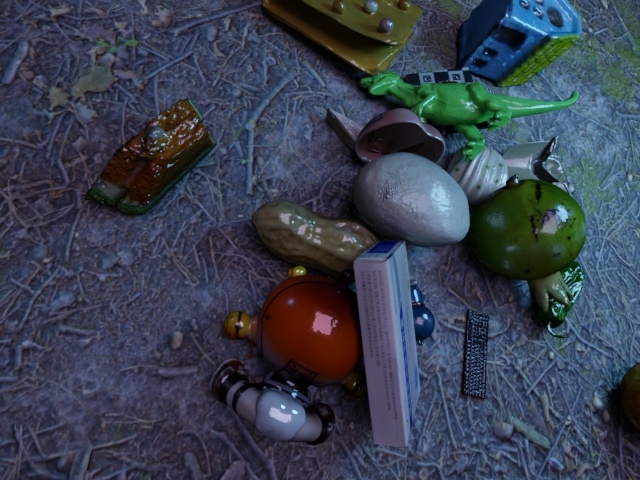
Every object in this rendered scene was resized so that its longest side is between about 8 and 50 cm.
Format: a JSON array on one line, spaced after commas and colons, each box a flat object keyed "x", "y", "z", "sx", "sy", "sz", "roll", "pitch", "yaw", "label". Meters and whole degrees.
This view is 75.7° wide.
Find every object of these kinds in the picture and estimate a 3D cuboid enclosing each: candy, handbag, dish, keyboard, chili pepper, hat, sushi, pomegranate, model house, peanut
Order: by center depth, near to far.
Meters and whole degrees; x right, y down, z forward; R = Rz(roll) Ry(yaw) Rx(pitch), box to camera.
[{"x": 0.000, "y": 0.000, "z": 0.898, "sx": 0.313, "sy": 0.149, "sz": 0.149, "roll": 20, "pitch": 68, "yaw": -10, "label": "peanut"}, {"x": 0.209, "y": -0.095, "z": 0.929, "sx": 0.295, "sy": 0.295, "sz": 0.185, "roll": 17, "pitch": 111, "yaw": -12, "label": "candy"}, {"x": 0.378, "y": 0.273, "z": 0.999, "sx": 0.061, "sy": 0.013, "sz": 0.205, "roll": 17, "pitch": 68, "yaw": -12, "label": "keyboard"}, {"x": 0.876, "y": 0.395, "z": 1.002, "sx": 0.248, "sy": 0.248, "sz": 0.248, "roll": 5, "pitch": 71, "yaw": -16, "label": "pomegranate"}, {"x": 0.519, "y": 0.008, "z": 1.015, "sx": 0.260, "sy": 0.260, "sz": 0.341, "roll": -24, "pitch": 86, "yaw": -23, "label": "pomegranate"}, {"x": 0.193, "y": -0.248, "z": 1.016, "sx": 0.213, "sy": 0.213, "sz": 0.091, "roll": 14, "pitch": 61, "yaw": -13, "label": "dish"}, {"x": 0.637, "y": 0.142, "z": 1.092, "sx": 0.100, "sy": 0.074, "sz": 0.257, "roll": 44, "pitch": 65, "yaw": 0, "label": "chili pepper"}, {"x": 0.067, "y": -0.651, "z": 1.130, "sx": 0.400, "sy": 0.133, "sz": 0.283, "roll": 31, "pitch": 54, "yaw": 2, "label": "handbag"}, {"x": 0.356, "y": -0.387, "z": 1.188, "sx": 0.192, "sy": 0.050, "sz": 0.215, "roll": -9, "pitch": 72, "yaw": -5, "label": "sushi"}, {"x": 0.627, "y": -0.208, "z": 1.220, "sx": 0.173, "sy": 0.144, "sz": 0.166, "roll": -5, "pitch": 71, "yaw": 26, "label": "hat"}, {"x": 0.594, "y": -0.609, "z": 1.240, "sx": 0.303, "sy": 0.237, "sz": 0.216, "roll": 13, "pitch": 71, "yaw": -15, "label": "model house"}]

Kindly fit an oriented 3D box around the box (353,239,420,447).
[{"x": 0.136, "y": 0.183, "z": 0.798, "sx": 0.065, "sy": 0.200, "sz": 0.344, "roll": -4, "pitch": 98, "yaw": 21, "label": "box"}]

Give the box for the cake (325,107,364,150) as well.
[{"x": 0.065, "y": -0.296, "z": 1.066, "sx": 0.121, "sy": 0.052, "sz": 0.065, "roll": 46, "pitch": 71, "yaw": 2, "label": "cake"}]

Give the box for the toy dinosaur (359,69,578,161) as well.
[{"x": 0.404, "y": -0.399, "z": 1.135, "sx": 0.499, "sy": 0.144, "sz": 0.374, "roll": -24, "pitch": 56, "yaw": -22, "label": "toy dinosaur"}]

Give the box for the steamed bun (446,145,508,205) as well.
[{"x": 0.435, "y": -0.181, "z": 1.117, "sx": 0.182, "sy": 0.106, "sz": 0.183, "roll": 5, "pitch": 72, "yaw": -15, "label": "steamed bun"}]

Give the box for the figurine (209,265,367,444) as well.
[{"x": -0.029, "y": 0.204, "z": 0.791, "sx": 0.320, "sy": 0.196, "sz": 0.323, "roll": 27, "pitch": 77, "yaw": -9, "label": "figurine"}]

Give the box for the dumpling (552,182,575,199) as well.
[{"x": 0.644, "y": -0.056, "z": 1.141, "sx": 0.136, "sy": 0.118, "sz": 0.199, "roll": -15, "pitch": 84, "yaw": 19, "label": "dumpling"}]

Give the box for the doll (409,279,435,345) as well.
[{"x": 0.213, "y": 0.166, "z": 0.947, "sx": 0.114, "sy": 0.085, "sz": 0.152, "roll": 3, "pitch": 61, "yaw": -29, "label": "doll"}]

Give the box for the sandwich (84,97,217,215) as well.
[{"x": -0.314, "y": -0.176, "z": 0.833, "sx": 0.109, "sy": 0.212, "sz": 0.292, "roll": 45, "pitch": 51, "yaw": -16, "label": "sandwich"}]
